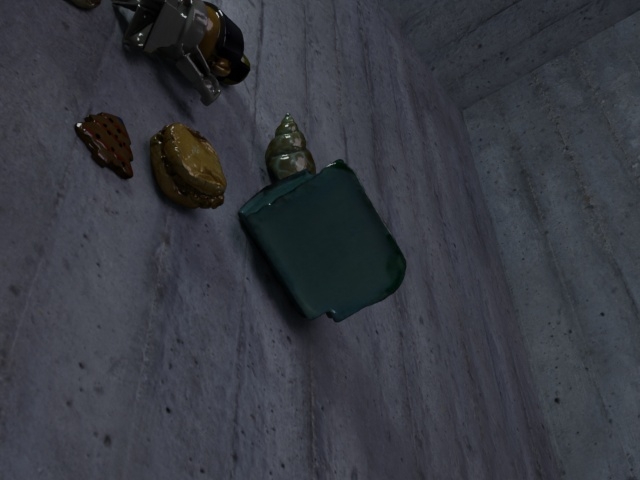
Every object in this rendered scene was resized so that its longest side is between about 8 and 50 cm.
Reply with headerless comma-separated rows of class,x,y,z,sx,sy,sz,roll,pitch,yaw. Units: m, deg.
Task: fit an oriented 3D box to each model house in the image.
model house,0.000,0.000,1.669,0.280,0.230,0.249,60,-3,-9

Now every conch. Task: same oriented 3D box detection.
conch,-0.061,-0.163,1.822,0.116,0.106,0.172,33,33,-52

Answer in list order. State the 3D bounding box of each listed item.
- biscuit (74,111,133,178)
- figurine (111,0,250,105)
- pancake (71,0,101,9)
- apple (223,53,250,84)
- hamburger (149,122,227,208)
biscuit,-0.332,-0.161,1.334,0.119,0.019,0.130,48,25,-31
figurine,-0.253,-0.398,1.637,0.309,0.143,0.308,22,61,-49
pancake,-0.436,-0.469,1.469,0.151,0.025,0.151,46,26,-31
apple,-0.196,-0.383,1.838,0.089,0.074,0.089,56,1,-1
hamburger,-0.225,-0.125,1.446,0.138,0.083,0.147,23,41,-52
